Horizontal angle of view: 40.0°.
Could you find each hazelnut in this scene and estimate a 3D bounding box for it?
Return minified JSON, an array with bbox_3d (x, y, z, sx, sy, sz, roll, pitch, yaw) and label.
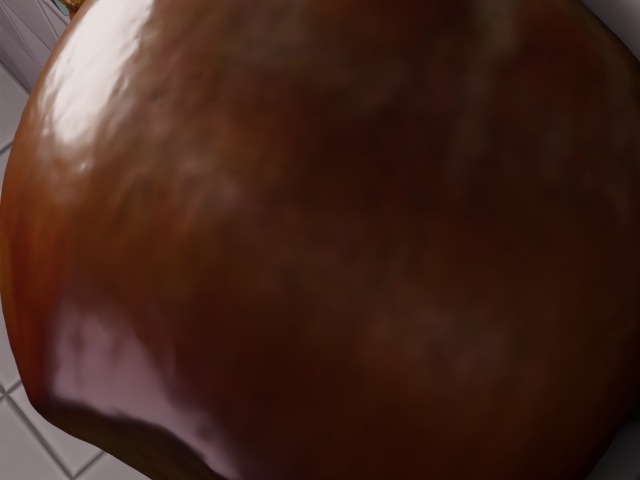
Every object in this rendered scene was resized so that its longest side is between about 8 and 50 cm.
[{"bbox_3d":[0.006,0.001,0.501,0.366,0.366,0.366,46,167,13],"label":"hazelnut"}]

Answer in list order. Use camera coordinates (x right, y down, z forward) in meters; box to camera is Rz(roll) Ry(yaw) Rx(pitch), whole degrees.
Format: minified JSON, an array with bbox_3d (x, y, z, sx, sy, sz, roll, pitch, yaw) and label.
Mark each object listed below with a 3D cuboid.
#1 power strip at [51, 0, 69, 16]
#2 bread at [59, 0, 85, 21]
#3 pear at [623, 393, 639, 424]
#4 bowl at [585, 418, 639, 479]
[{"bbox_3d":[-0.432,-0.440,1.382,0.137,0.044,0.216,50,168,-3],"label":"power strip"},{"bbox_3d":[-0.279,-0.341,1.023,0.344,0.124,0.084,57,-168,-32],"label":"bread"},{"bbox_3d":[0.177,0.105,0.669,0.136,0.167,0.167,-9,126,44],"label":"pear"},{"bbox_3d":[0.260,0.179,0.507,0.345,0.157,0.345,17,168,4],"label":"bowl"}]
